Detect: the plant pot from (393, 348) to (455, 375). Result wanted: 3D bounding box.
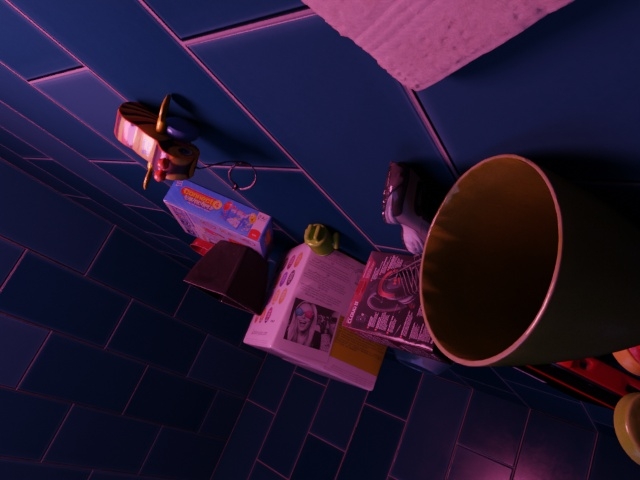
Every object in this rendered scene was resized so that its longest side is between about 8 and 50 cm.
[{"bbox_3d":[0.344,0.320,1.495,0.290,0.195,0.290,22,164,7],"label":"plant pot"}]

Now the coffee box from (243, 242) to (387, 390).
[{"bbox_3d":[0.006,0.231,1.443,0.338,0.334,0.338,27,162,-16],"label":"coffee box"}]

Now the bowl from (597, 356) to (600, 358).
[{"bbox_3d":[0.623,0.271,1.160,0.170,0.080,0.170,21,163,7],"label":"bowl"}]

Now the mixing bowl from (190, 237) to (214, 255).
[{"bbox_3d":[-0.389,0.018,1.744,0.181,0.098,0.181,21,162,7],"label":"mixing bowl"}]

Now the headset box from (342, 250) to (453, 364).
[{"bbox_3d":[0.204,0.152,1.133,0.293,0.218,0.110,6,155,44],"label":"headset box"}]

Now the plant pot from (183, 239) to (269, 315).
[{"bbox_3d":[-0.270,0.106,1.431,0.188,0.167,0.187,11,159,34],"label":"plant pot"}]

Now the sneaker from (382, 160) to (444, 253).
[{"bbox_3d":[0.177,-0.054,0.782,0.108,0.100,0.271,3,161,29],"label":"sneaker"}]

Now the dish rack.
[{"bbox_3d":[0.252,0.061,0.882,0.208,0.074,0.271,-6,169,-9],"label":"dish rack"}]

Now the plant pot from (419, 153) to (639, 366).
[{"bbox_3d":[0.337,0.053,0.640,0.294,0.274,0.275,13,167,-17],"label":"plant pot"}]

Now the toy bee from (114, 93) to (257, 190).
[{"bbox_3d":[-0.294,-0.183,0.895,0.298,0.162,0.195,11,116,16],"label":"toy bee"}]

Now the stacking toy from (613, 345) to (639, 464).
[{"bbox_3d":[0.679,0.280,0.803,0.309,0.279,0.130,25,152,2],"label":"stacking toy"}]

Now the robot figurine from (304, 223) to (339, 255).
[{"bbox_3d":[0.000,0.000,1.210,0.101,0.067,0.115,6,157,27],"label":"robot figurine"}]

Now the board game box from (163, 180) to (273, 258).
[{"bbox_3d":[-0.301,-0.048,1.444,0.302,0.086,0.308,23,163,2],"label":"board game box"}]

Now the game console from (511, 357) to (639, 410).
[{"bbox_3d":[0.611,0.327,1.136,0.387,0.060,0.342,27,168,-7],"label":"game console"}]

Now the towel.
[{"bbox_3d":[0.100,-0.238,0.385,0.187,0.049,0.282,32,163,-20],"label":"towel"}]
